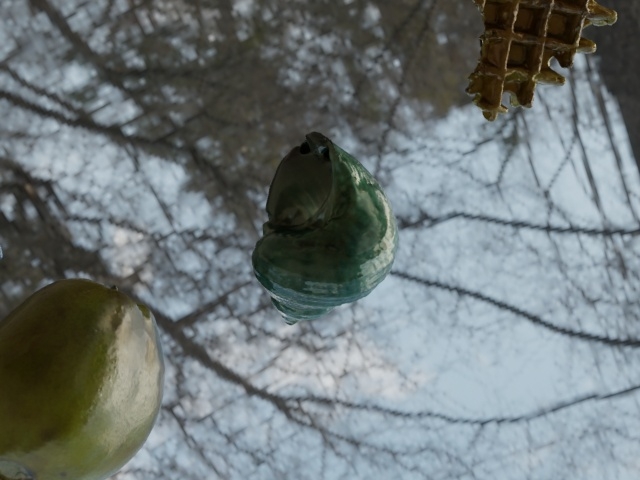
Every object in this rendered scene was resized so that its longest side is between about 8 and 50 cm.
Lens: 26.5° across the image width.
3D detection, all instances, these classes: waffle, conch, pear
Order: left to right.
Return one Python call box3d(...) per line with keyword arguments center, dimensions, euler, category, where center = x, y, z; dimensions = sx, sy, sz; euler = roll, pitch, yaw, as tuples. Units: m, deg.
box3d(center=(-0.341, 0.201, 1.798), dimensions=(0.269, 0.269, 0.321), euler=(10, -117, 41), category="pear")
box3d(center=(0.000, 0.003, 1.573), dimensions=(0.202, 0.134, 0.196), euler=(-50, -143, 4), category="conch")
box3d(center=(0.209, -0.309, 1.586), dimensions=(0.260, 0.293, 0.069), euler=(-41, -161, 0), category="waffle")

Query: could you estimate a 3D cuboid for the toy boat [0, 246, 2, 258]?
box3d(center=(-0.471, 0.016, 1.534), dimensions=(0.223, 0.097, 0.100), euler=(-4, -161, 3), category="toy boat")
